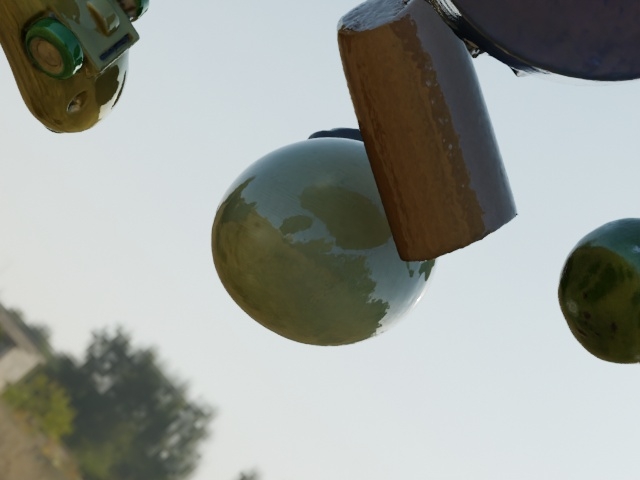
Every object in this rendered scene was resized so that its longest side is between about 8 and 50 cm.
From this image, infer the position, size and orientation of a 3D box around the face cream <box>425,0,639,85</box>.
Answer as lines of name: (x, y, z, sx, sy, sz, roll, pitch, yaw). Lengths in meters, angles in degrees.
face cream: (0.179, -0.225, 1.073, 0.249, 0.249, 0.225, 49, 3, -1)

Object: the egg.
egg: (0.000, 0.000, 1.660, 0.218, 0.218, 0.295, 43, 16, 26)

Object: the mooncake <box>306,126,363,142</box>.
mooncake: (0.037, -0.037, 2.235, 0.228, 0.228, 0.124, 48, -28, 6)

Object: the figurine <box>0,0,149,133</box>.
figurine: (-0.302, -0.246, 1.542, 0.222, 0.124, 0.324, -12, -61, 51)

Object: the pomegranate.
pomegranate: (0.388, 0.077, 1.920, 0.187, 0.187, 0.225, 59, -3, -38)

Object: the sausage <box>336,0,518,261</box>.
sausage: (0.094, -0.117, 1.506, 0.253, 0.123, 0.123, 71, -16, -9)
